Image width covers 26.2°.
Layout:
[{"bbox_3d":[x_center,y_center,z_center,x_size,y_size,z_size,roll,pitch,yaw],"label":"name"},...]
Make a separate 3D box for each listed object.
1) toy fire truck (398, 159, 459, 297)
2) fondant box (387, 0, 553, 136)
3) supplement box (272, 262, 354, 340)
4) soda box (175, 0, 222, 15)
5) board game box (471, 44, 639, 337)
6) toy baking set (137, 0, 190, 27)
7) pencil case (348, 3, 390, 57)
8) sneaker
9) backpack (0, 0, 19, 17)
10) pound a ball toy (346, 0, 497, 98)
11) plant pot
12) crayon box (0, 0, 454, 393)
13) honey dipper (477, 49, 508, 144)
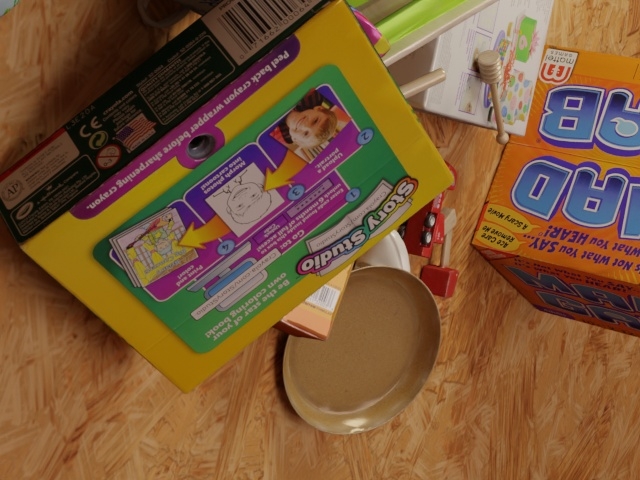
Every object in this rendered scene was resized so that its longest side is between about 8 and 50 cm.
[{"bbox_3d":[0.165,-0.018,1.977,0.135,0.047,0.192,12,91,-59],"label":"toy fire truck"},{"bbox_3d":[0.201,-0.283,1.886,0.330,0.096,0.238,5,98,-58],"label":"fondant box"},{"bbox_3d":[0.000,0.000,1.674,0.080,0.078,0.233,27,77,-29],"label":"supplement box"},{"bbox_3d":[-0.106,-0.277,1.291,0.286,0.091,0.098,18,79,-66],"label":"soda box"},{"bbox_3d":[0.515,-0.059,2.224,0.356,0.356,0.356,38,70,-57],"label":"board game box"},{"bbox_3d":[-0.115,-0.277,1.444,0.197,0.030,0.256,11,95,-57],"label":"toy baking set"},{"bbox_3d":[-0.026,-0.155,1.465,0.236,0.104,0.104,-53,149,6],"label":"pencil case"},{"bbox_3d":[0.056,0.082,1.826,0.094,0.080,0.212,-2,104,-42],"label":"sneaker"},{"bbox_3d":[-0.340,-0.229,0.925,0.355,0.273,0.290,-31,135,-34],"label":"backpack"},{"bbox_3d":[0.080,-0.274,1.627,0.319,0.136,0.208,-32,136,-19],"label":"pound a ball toy"},{"bbox_3d":[0.050,0.139,1.790,0.236,0.032,0.236,-10,113,-25],"label":"plant pot"},{"bbox_3d":[-0.082,-0.055,1.344,0.363,0.106,0.313,-38,141,0],"label":"crayon box"},{"bbox_3d":[0.237,-0.188,1.866,0.030,0.030,0.161,-55,147,-31],"label":"honey dipper"}]
